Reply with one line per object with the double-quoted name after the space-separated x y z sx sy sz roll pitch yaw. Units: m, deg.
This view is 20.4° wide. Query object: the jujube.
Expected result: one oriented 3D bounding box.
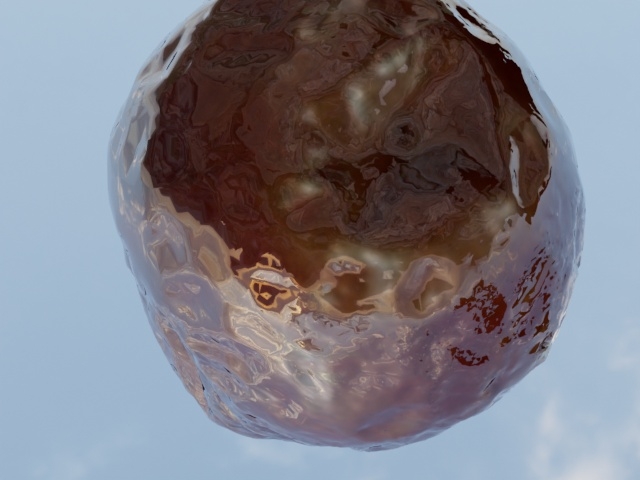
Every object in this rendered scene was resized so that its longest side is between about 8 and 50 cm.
0.000 0.000 0.712 0.190 0.255 0.190 7 -116 -14 "jujube"
